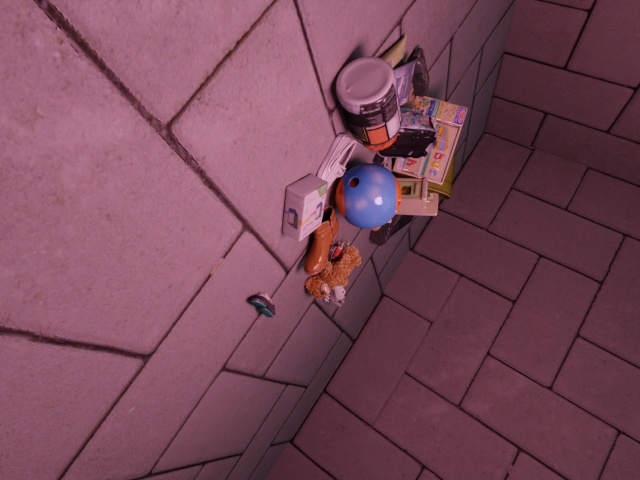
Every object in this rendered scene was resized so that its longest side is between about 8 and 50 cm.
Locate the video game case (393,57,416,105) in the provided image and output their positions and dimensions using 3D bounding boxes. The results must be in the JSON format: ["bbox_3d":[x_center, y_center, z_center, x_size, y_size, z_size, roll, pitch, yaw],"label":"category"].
[{"bbox_3d":[0.300,-0.642,1.707,0.274,0.026,0.196,-35,147,-30],"label":"video game case"}]

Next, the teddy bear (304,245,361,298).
[{"bbox_3d":[0.082,0.172,2.057,0.338,0.113,0.245,-31,147,-24],"label":"teddy bear"}]

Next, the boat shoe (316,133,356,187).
[{"bbox_3d":[0.060,-0.295,1.595,0.095,0.084,0.257,-3,119,-64],"label":"boat shoe"}]

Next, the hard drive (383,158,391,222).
[{"bbox_3d":[0.360,-0.275,2.130,0.202,0.040,0.307,-78,164,-45],"label":"hard drive"}]

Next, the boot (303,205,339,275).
[{"bbox_3d":[0.000,0.000,1.785,0.283,0.109,0.220,-53,158,-21],"label":"boot"}]

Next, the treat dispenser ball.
[{"bbox_3d":[0.211,-0.195,1.765,0.288,0.288,0.288,-46,153,-31],"label":"treat dispenser ball"}]

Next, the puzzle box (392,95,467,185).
[{"bbox_3d":[0.559,-0.514,2.058,0.052,0.273,0.408,-57,163,-84],"label":"puzzle box"}]

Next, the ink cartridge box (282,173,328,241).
[{"bbox_3d":[-0.060,-0.126,1.539,0.154,0.093,0.212,-38,150,-44],"label":"ink cartridge box"}]

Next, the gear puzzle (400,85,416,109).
[{"bbox_3d":[0.360,-0.661,1.849,0.175,0.044,0.339,-49,153,-5],"label":"gear puzzle"}]

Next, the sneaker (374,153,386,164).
[{"bbox_3d":[0.321,-0.447,2.016,0.161,0.057,0.075,-63,174,2],"label":"sneaker"}]

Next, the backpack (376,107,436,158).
[{"bbox_3d":[0.370,-0.487,1.835,0.254,0.190,0.225,-7,154,-18],"label":"backpack"}]

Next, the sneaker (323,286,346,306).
[{"bbox_3d":[0.095,0.270,2.301,0.110,0.118,0.292,-42,150,-34],"label":"sneaker"}]

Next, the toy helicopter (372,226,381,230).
[{"bbox_3d":[0.257,-0.206,1.987,0.234,0.140,0.354,-103,-178,-57],"label":"toy helicopter"}]

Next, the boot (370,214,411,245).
[{"bbox_3d":[0.519,-0.193,2.584,0.445,0.146,0.366,-31,154,-43],"label":"boot"}]

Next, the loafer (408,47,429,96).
[{"bbox_3d":[0.474,-0.783,1.878,0.084,0.096,0.267,-64,156,-7],"label":"loafer"}]

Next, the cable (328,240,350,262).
[{"bbox_3d":[0.065,0.122,2.115,0.139,0.072,0.287,-10,126,-64],"label":"cable"}]

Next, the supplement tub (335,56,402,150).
[{"bbox_3d":[0.190,-0.487,1.482,0.207,0.207,0.338,-58,158,-7],"label":"supplement tub"}]

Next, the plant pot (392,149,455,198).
[{"bbox_3d":[0.604,-0.452,2.273,0.367,0.367,0.352,9,96,-66],"label":"plant pot"}]

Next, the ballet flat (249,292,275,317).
[{"bbox_3d":[-0.238,0.257,1.665,0.074,0.074,0.203,-54,150,-16],"label":"ballet flat"}]

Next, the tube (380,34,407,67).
[{"bbox_3d":[0.289,-0.731,1.604,0.070,0.062,0.240,-21,-155,54],"label":"tube"}]

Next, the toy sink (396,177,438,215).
[{"bbox_3d":[0.486,-0.227,2.054,0.131,0.235,0.152,74,25,-53],"label":"toy sink"}]
